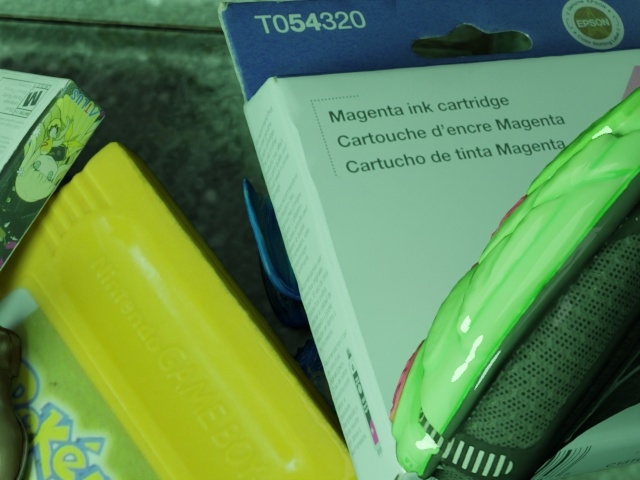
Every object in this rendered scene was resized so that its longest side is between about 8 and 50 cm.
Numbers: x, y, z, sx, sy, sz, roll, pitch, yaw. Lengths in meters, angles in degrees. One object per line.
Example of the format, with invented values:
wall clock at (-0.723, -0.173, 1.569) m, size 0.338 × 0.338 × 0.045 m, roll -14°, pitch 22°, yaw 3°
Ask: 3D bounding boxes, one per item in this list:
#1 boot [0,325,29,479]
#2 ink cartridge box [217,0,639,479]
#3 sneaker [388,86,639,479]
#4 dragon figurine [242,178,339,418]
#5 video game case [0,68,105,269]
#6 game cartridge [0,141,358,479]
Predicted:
boot at (-0.201, 0.085, 0.816) m, size 0.037 × 0.114 × 0.106 m, roll -11°, pitch 72°, yaw 16°
ink cartridge box at (0.135, -0.031, 0.874) m, size 0.324 × 0.071 × 0.330 m, roll -8°, pitch 65°, yaw -22°
sneaker at (0.246, 0.009, 0.740) m, size 0.483 × 0.185 × 0.202 m, roll -23°, pitch 68°, yaw -28°
dragon figurine at (0.000, 0.000, 0.933) m, size 0.144 × 0.085 × 0.289 m, roll -23°, pitch 67°, yaw -3°
video game case at (-0.264, -0.020, 0.944) m, size 0.232 × 0.042 × 0.210 m, roll 13°, pitch 65°, yaw 46°
game cartridge at (-0.157, 0.146, 0.871) m, size 0.324 × 0.053 × 0.285 m, roll -42°, pitch 67°, yaw 7°
